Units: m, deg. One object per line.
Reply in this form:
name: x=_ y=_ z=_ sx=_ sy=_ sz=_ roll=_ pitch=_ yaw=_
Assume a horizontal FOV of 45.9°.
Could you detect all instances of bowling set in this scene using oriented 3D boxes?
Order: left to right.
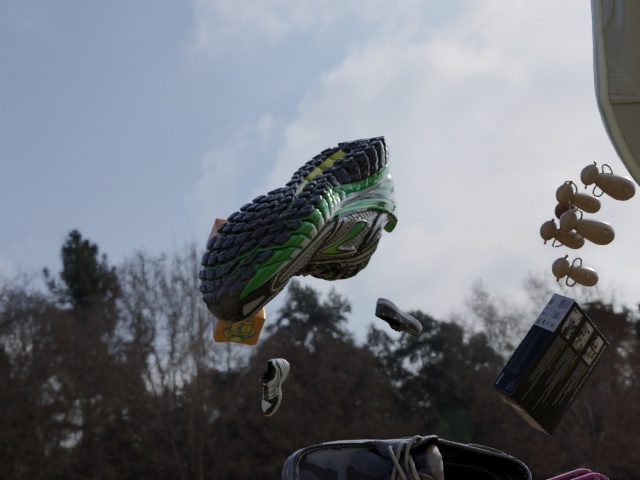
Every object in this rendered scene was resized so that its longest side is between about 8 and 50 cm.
bowling set: x=0.577 y=-0.046 z=1.766 sx=0.154 sy=0.287 sz=0.200 roll=17 pitch=5 yaw=-25

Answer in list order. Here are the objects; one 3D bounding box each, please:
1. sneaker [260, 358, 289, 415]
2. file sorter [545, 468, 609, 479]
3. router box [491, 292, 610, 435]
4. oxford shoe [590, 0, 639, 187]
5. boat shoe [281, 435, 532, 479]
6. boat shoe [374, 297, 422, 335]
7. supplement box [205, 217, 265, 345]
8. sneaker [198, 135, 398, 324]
sneaker: x=-0.073 y=0.207 z=1.072 sx=0.031 sy=0.083 sz=0.037 roll=10 pitch=-6 yaw=41
file sorter: x=0.452 y=0.516 z=1.274 sx=0.202 sy=0.182 sz=0.291 roll=-19 pitch=-5 yaw=-2
router box: x=0.359 y=0.192 z=1.167 sx=0.133 sy=0.179 sz=0.046 roll=45 pitch=-13 yaw=-31
oxford shoe: x=0.433 y=-0.253 z=0.939 sx=0.169 sy=0.450 sz=0.130 roll=-15 pitch=8 yaw=-18
boat shoe: x=0.124 y=0.315 z=1.031 sx=0.355 sy=0.132 sz=0.130 roll=7 pitch=-44 yaw=-18
boat shoe: x=0.160 y=0.169 z=1.588 sx=0.049 sy=0.040 sz=0.142 roll=-6 pitch=-36 yaw=47
supplement box: x=-0.150 y=0.069 z=1.320 sx=0.078 sy=0.234 sz=0.080 roll=8 pitch=-46 yaw=-21
sneaker: x=0.000 y=0.000 z=0.883 sx=0.134 sy=0.146 sz=0.343 roll=-5 pitch=24 yaw=42
